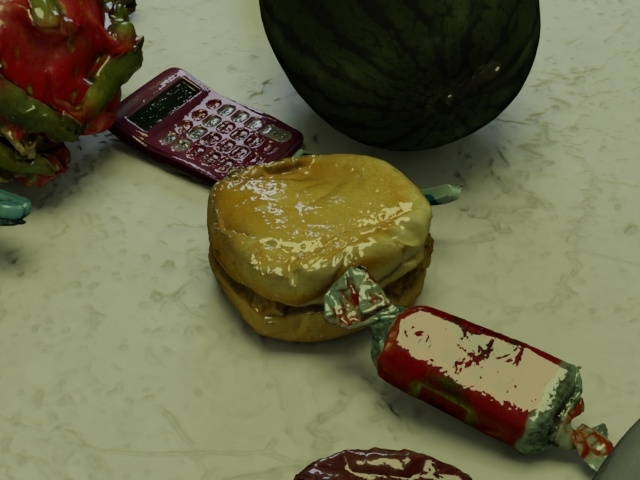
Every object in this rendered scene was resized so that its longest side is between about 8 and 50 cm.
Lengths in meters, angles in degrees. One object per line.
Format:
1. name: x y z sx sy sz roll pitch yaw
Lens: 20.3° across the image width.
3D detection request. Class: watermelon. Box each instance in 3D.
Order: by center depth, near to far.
1. watermelon: 0.081 -0.236 1.807 0.278 0.279 0.359 -9 43 -14

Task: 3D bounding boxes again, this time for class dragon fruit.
1. dragon fruit: -0.311 -0.193 1.784 0.231 0.237 0.303 -39 54 18

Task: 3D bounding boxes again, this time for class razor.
1. razor: 0.058 -0.054 1.729 0.191 0.037 0.068 16 6 42

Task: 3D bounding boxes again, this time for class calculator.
1. calculator: -0.123 -0.110 1.839 0.190 0.034 0.126 28 44 22

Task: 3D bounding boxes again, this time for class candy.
1. candy: 0.130 0.112 1.507 0.292 0.059 0.086 26 66 13

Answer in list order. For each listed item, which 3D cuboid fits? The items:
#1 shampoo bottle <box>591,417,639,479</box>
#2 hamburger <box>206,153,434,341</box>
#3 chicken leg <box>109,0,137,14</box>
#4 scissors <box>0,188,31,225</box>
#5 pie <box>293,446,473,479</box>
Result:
1. shampoo bottle: 0.294 0.242 1.203 0.273 0.273 0.266 24 52 26
2. hamburger: 0.001 0.001 1.636 0.213 0.108 0.214 2 36 -1
3. chicken leg: -0.261 -0.267 2.009 0.125 0.080 0.196 -25 52 -16
4. scissors: -0.444 -0.075 1.719 0.393 0.032 0.180 16 20 24
5. pie: 0.056 0.247 1.367 0.204 0.054 0.219 15 37 17
